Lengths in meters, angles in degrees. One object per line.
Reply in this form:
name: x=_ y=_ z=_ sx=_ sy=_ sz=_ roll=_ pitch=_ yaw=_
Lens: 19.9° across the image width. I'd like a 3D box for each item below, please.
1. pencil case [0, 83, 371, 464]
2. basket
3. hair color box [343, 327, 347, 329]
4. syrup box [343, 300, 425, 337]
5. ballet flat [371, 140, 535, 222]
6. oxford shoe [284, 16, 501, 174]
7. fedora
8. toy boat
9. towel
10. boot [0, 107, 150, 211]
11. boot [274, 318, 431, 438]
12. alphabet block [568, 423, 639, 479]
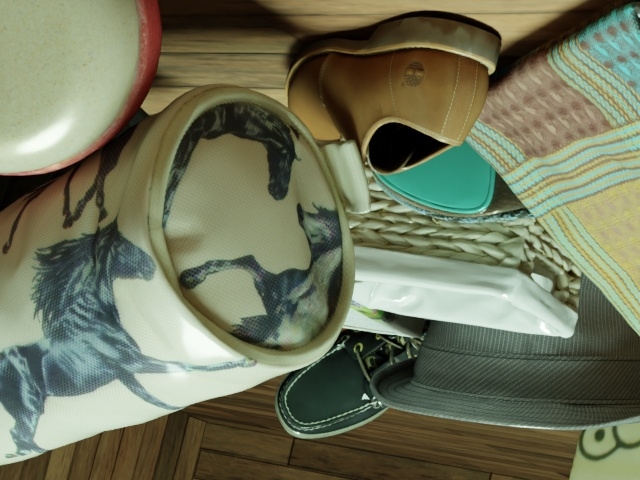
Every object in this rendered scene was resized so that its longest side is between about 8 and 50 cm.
pencil case: x=-0.161 y=0.046 z=1.077 sx=0.410 sy=0.160 sz=0.183 roll=-23 pitch=-168 yaw=38
basket: x=0.090 y=-0.003 z=1.248 sx=0.167 sy=0.103 sz=0.113 roll=6 pitch=167 yaw=32
hair color box: x=0.076 y=0.095 z=1.825 sx=0.141 sy=0.043 sz=0.072 roll=29 pitch=179 yaw=32
syrup box: x=0.000 y=0.000 z=1.404 sx=0.096 sy=0.093 sz=0.237 roll=7 pitch=167 yaw=32
ballet flat: x=0.123 y=-0.039 z=1.138 sx=0.188 sy=0.070 sz=0.070 roll=10 pitch=169 yaw=31
oxford shoe: x=0.027 y=-0.073 z=1.047 sx=0.076 sy=0.076 sz=0.212 roll=15 pitch=172 yaw=-20
fedora: x=0.169 y=0.062 z=1.375 sx=0.244 sy=0.124 sz=0.275 roll=5 pitch=-177 yaw=35
toy boat: x=-0.188 y=-0.122 z=0.978 sx=0.231 sy=0.151 sz=0.151 roll=10 pitch=-161 yaw=21
towel: x=0.234 y=0.038 z=0.970 sx=0.370 sy=0.040 sz=0.271 roll=47 pitch=162 yaw=-6
boot: x=-0.271 y=-0.062 z=1.306 sx=0.377 sy=0.138 sz=0.284 roll=18 pitch=168 yaw=0
boot: x=0.068 y=0.086 z=1.575 sx=0.236 sy=0.085 sz=0.178 roll=-26 pitch=168 yaw=-8
alphabet block: x=0.349 y=0.161 z=1.506 sx=0.193 sy=0.192 sz=0.197 roll=24 pitch=164 yaw=-26
